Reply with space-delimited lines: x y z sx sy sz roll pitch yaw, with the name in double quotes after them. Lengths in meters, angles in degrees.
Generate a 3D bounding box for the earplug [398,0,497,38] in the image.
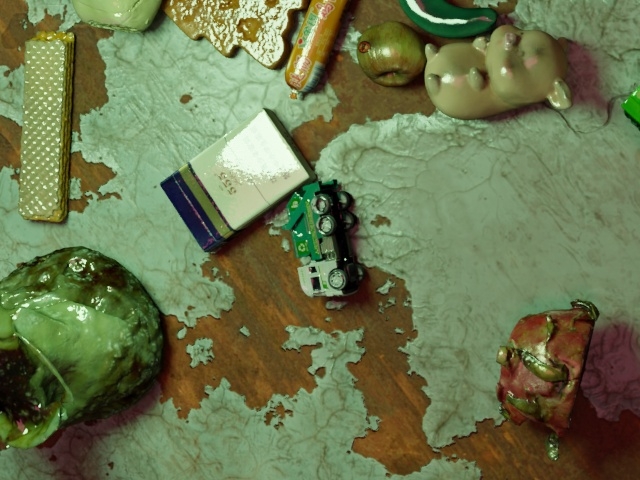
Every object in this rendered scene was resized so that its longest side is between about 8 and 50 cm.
0.199 -0.510 1.808 0.164 0.280 0.257 -14 54 -6 "earplug"

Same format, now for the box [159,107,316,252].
-0.159 -0.112 1.964 0.259 0.071 0.168 -34 86 13 "box"

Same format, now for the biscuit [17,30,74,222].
-0.541 -0.227 2.053 0.094 0.054 0.378 5 95 12 "biscuit"

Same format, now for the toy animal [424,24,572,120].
0.307 -0.288 1.802 0.250 0.154 0.166 -6 70 18 "toy animal"

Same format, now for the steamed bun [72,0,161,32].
-0.379 -0.512 1.929 0.170 0.153 0.238 19 97 31 "steamed bun"

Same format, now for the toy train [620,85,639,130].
0.591 -0.253 1.699 0.132 0.243 0.188 44 110 7 "toy train"

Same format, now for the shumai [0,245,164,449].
-0.532 0.196 1.936 0.395 0.348 0.394 0 91 17 "shumai"

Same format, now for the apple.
0.130 -0.335 1.858 0.126 0.126 0.102 -1 69 13 "apple"

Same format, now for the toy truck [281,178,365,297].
0.000 0.000 1.922 0.116 0.110 0.215 -10 92 26 "toy truck"

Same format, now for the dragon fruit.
0.381 0.228 1.794 0.147 0.211 0.282 17 95 15 "dragon fruit"

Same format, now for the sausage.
-0.009 -0.370 1.912 0.071 0.071 0.234 23 98 11 "sausage"

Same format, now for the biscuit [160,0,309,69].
-0.170 -0.466 1.957 0.306 0.043 0.283 3 97 16 "biscuit"
